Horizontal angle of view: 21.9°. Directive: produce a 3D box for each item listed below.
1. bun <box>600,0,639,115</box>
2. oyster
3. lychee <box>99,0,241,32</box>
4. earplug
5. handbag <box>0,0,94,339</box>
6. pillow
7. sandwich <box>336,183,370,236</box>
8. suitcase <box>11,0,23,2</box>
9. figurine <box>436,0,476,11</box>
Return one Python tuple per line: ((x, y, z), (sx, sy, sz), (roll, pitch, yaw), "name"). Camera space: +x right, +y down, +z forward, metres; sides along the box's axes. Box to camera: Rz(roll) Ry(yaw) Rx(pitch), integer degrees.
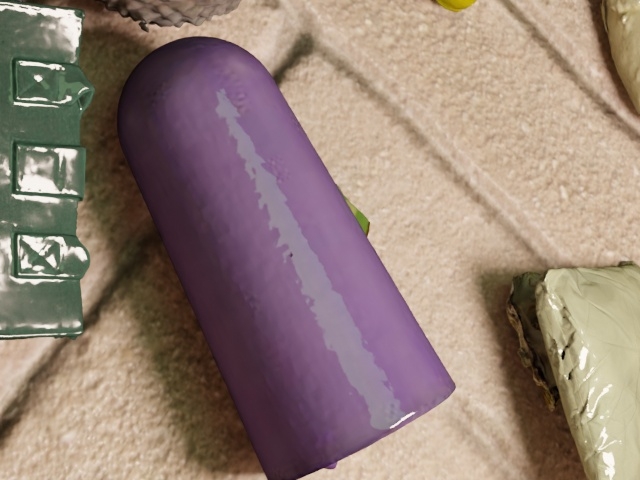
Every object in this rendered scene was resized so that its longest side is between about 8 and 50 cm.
((0.540, -0.296, 2.153), (0.359, 0.211, 0.360), (9, 73, -32), "bun")
((0.258, 0.115, 1.942), (0.108, 0.053, 0.166), (11, 61, -53), "oyster")
((-0.159, -0.365, 1.680), (0.300, 0.300, 0.300), (10, 71, -31), "lychee")
((-0.056, 0.005, 1.683), (0.215, 0.215, 0.456), (-26, 87, -36), "earplug")
((-0.330, -0.068, 1.555), (0.238, 0.089, 0.327), (3, 86, -37), "handbag")
((0.356, 0.160, 1.942), (0.274, 0.076, 0.281), (-3, 77, -57), "pillow")
((0.000, 0.000, 1.832), (0.074, 0.074, 0.116), (48, 24, -12), "sandwich")
((-0.354, -0.253, 1.638), (0.126, 0.059, 0.086), (16, 70, -29), "suitcase")
((0.109, -0.420, 1.911), (0.340, 0.231, 0.324), (-13, 109, -44), "figurine")
